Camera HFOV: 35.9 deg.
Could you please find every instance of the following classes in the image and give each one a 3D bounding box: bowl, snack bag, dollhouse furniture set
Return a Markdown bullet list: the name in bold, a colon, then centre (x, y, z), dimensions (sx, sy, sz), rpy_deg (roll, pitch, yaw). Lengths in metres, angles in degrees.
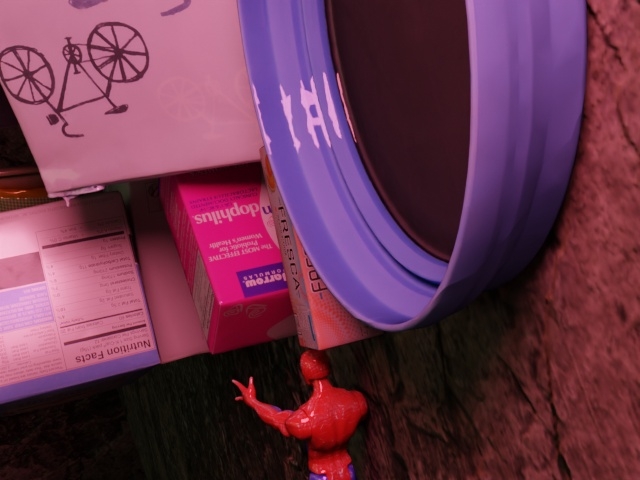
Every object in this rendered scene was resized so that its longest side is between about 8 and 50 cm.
- **bowl**: centre (0.036, -0.138, 0.632), dimensions (0.391, 0.077, 0.391), rpy_deg (168, 90, -72)
- **snack bag**: centre (-0.178, -0.205, 0.903), dimensions (0.037, 0.323, 0.342), rpy_deg (-60, -43, -55)
- **dollhouse furniture set**: centre (-0.399, -0.027, 1.657), dimensions (0.151, 0.302, 0.197), rpy_deg (-123, 30, -54)

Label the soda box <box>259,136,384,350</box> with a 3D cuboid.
- **soda box**: centre (0.000, 0.000, 0.851), dimensions (0.058, 0.063, 0.183), rpy_deg (175, 83, -72)

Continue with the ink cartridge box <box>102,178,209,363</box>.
- **ink cartridge box**: centre (-0.226, -0.024, 1.413), dimensions (0.272, 0.130, 0.309), rpy_deg (-144, 45, -63)

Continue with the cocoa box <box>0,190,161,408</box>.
- **cocoa box**: centre (-0.364, 0.101, 1.321), dimensions (0.347, 0.231, 0.228), rpy_deg (143, 113, -70)

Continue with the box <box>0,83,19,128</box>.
- **box**: centre (-0.320, -0.475, 1.157), dimensions (0.471, 0.297, 0.480), rpy_deg (98, 154, -51)

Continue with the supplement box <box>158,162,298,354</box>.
- **supplement box**: centre (-0.090, -0.008, 1.042), dimensions (0.114, 0.111, 0.220), rpy_deg (108, 145, -56)

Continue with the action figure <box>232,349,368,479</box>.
- **action figure**: centre (-0.005, 0.226, 0.965), dimensions (0.139, 0.091, 0.280), rpy_deg (25, 125, 57)
